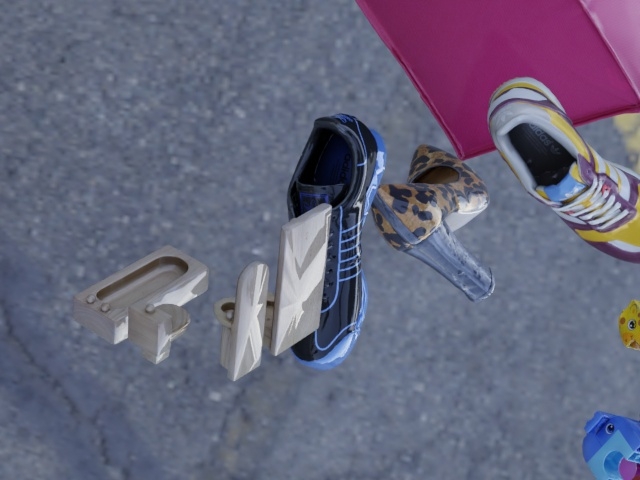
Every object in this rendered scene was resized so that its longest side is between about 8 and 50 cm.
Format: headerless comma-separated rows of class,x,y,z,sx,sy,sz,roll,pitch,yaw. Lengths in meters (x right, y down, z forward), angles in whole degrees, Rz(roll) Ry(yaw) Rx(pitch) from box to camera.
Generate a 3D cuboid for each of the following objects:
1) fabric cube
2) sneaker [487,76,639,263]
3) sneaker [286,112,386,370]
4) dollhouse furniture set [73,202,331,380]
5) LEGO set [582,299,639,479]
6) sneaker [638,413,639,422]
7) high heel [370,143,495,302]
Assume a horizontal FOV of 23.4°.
fabric cube,0.232,-0.277,1.622,0.259,0.254,0.258,55,49,-20
sneaker,0.192,-0.038,1.150,0.185,0.069,0.084,41,25,-11
sneaker,0.000,0.000,1.389,0.090,0.081,0.232,15,82,-64
dollhouse furniture set,-0.098,0.020,1.262,0.144,0.151,0.123,-31,139,-43
LEGO set,0.254,0.103,1.145,0.087,0.093,0.227,18,120,-39
sneaker,0.424,0.196,1.642,0.125,0.104,0.262,45,62,-10
high heel,0.101,-0.066,1.687,0.186,0.093,0.261,39,23,-33
